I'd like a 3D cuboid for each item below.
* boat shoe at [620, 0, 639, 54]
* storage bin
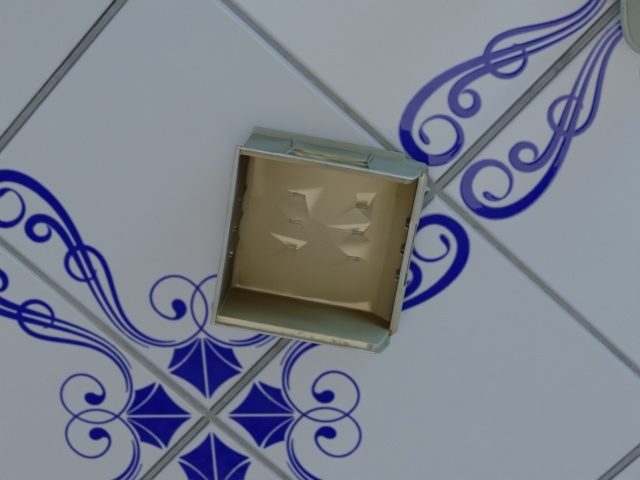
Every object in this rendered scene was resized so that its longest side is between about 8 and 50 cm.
[{"bbox_3d":[0.443,-0.389,1.657,0.109,0.091,0.305,16,114,40],"label":"boat shoe"},{"bbox_3d":[0.000,0.000,1.827,0.260,0.123,0.262,10,110,3],"label":"storage bin"}]
